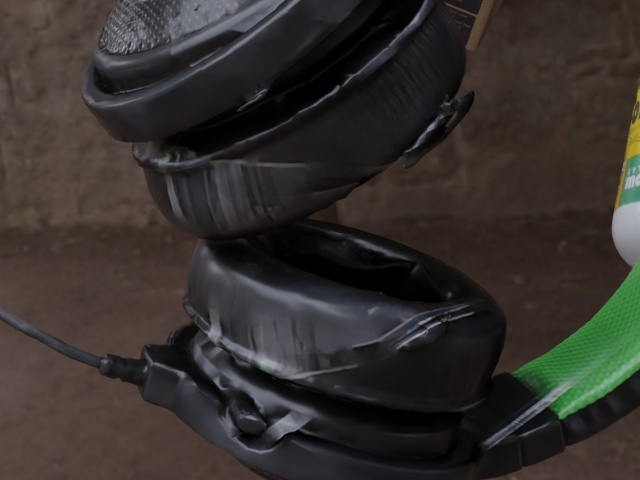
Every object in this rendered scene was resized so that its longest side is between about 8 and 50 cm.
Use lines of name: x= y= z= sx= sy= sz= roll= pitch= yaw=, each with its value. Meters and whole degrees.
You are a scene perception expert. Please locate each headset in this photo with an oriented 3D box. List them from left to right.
headset: x=0.000 y=0.000 z=0.474 sx=0.394 sy=0.243 sz=0.185 roll=-16 pitch=23 yaw=-13

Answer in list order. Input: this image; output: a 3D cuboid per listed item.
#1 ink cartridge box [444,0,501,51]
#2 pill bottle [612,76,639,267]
ink cartridge box: x=0.110 y=-0.314 z=1.289 sx=0.193 sy=0.088 sz=0.235 roll=25 pitch=56 yaw=6
pill bottle: x=0.215 y=-0.038 z=0.699 sx=0.117 sy=0.208 sz=0.117 roll=13 pitch=-11 yaw=2
